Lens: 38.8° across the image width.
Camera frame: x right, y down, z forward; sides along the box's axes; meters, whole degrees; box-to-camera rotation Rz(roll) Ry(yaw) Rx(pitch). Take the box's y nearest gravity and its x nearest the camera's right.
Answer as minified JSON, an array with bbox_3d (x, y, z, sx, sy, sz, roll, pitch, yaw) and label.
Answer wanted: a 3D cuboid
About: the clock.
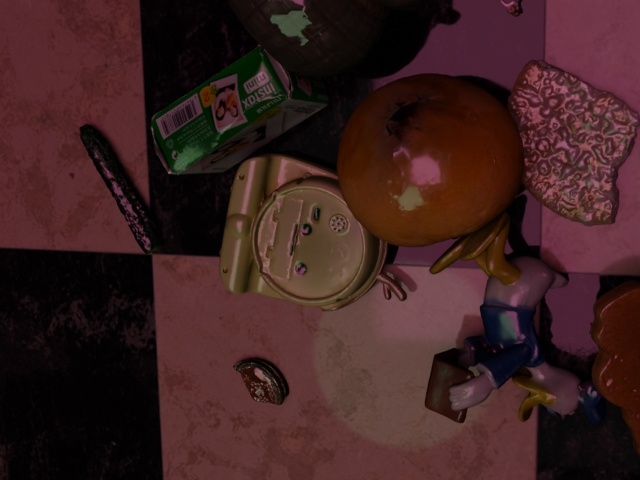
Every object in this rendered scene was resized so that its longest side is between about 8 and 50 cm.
[{"bbox_3d":[0.000,0.000,1.441,0.308,0.096,0.234,14,103,15],"label":"clock"}]

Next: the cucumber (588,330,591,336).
[{"bbox_3d":[0.473,0.144,1.331,0.155,0.037,0.037,0,99,17],"label":"cucumber"}]

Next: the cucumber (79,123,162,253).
[{"bbox_3d":[-0.347,-0.093,1.574,0.044,0.043,0.256,-31,87,16],"label":"cucumber"}]

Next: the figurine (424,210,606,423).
[{"bbox_3d":[0.285,0.168,1.325,0.338,0.204,0.283,40,84,-4],"label":"figurine"}]

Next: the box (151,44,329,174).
[{"bbox_3d":[-0.124,-0.199,1.407,0.250,0.180,0.103,-29,85,22],"label":"box"}]

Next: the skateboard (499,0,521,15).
[{"bbox_3d":[0.285,-0.376,1.315,0.064,0.032,0.083,45,113,18],"label":"skateboard"}]

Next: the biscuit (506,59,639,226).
[{"bbox_3d":[0.368,-0.145,1.317,0.188,0.040,0.265,-21,93,21],"label":"biscuit"}]

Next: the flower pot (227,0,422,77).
[{"bbox_3d":[-0.010,-0.392,1.281,0.213,0.302,0.301,-31,88,22],"label":"flower pot"}]

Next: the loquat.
[{"bbox_3d":[0.154,-0.108,1.284,0.263,0.263,0.263,3,100,19],"label":"loquat"}]

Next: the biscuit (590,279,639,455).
[{"bbox_3d":[0.483,0.185,1.286,0.186,0.044,0.295,-29,106,4],"label":"biscuit"}]

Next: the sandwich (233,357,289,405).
[{"bbox_3d":[-0.100,0.242,1.552,0.069,0.026,0.101,-35,87,20],"label":"sandwich"}]
